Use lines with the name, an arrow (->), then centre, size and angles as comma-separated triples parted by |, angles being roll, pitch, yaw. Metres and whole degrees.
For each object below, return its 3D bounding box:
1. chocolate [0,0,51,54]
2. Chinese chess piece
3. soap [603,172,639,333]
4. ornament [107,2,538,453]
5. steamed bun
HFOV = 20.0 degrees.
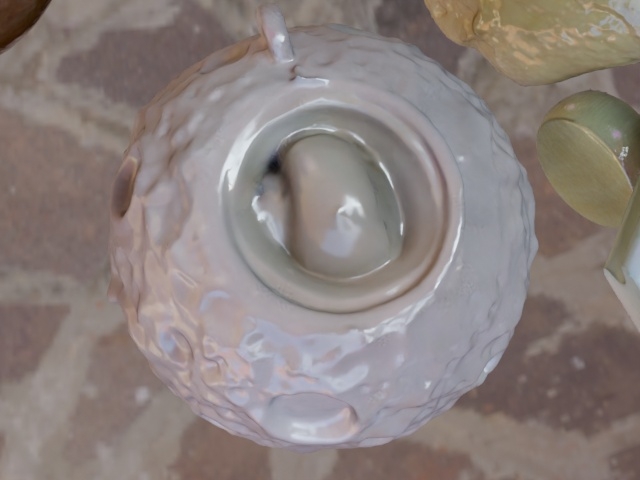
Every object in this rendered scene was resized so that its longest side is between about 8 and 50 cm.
chocolate -> -0.227, -0.192, 1.122 | 0.177, 0.176, 0.176 | -5, 128, -6
Chinese chess piece -> 0.282, -0.082, 1.809 | 0.058, 0.144, 0.144 | -39, 133, -23
soap -> 0.377, -0.012, 1.694 | 0.173, 0.289, 0.095 | 24, 165, -4
ornament -> 0.000, 0.000, 1.414 | 0.337, 0.337, 0.337 | -5, 128, -6
steamed bun -> 0.200, -0.313, 1.580 | 0.230, 0.372, 0.325 | 23, 133, -27
